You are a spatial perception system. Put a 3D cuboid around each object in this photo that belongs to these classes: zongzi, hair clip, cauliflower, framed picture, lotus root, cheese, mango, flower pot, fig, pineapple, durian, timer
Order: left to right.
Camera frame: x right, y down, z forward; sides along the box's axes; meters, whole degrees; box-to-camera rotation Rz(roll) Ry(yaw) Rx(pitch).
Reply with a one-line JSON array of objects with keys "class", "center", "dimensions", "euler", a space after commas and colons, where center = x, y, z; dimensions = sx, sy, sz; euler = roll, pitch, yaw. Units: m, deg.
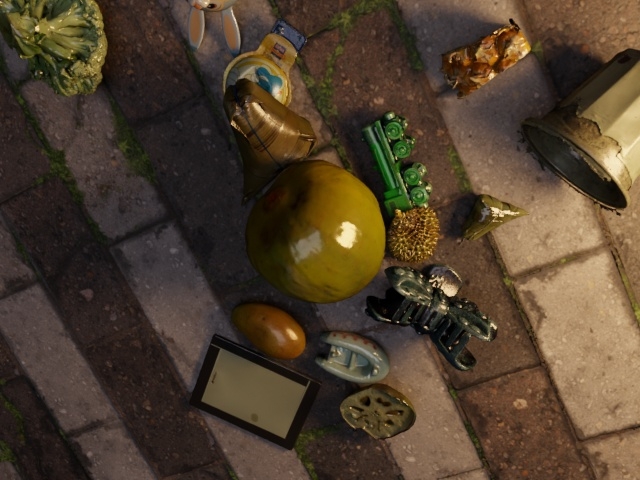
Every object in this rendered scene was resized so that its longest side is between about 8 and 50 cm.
[{"class": "cauliflower", "center": [-0.655, -0.480, 1.378], "dimensions": [0.275, 0.250, 0.272], "euler": [4, 106, 16]}, {"class": "timer", "center": [-0.258, -0.554, 1.319], "dimensions": [0.175, 0.175, 0.255], "euler": [13, 110, 8]}, {"class": "zongzi", "center": [-0.181, -0.221, 1.374], "dimensions": [0.289, 0.123, 0.260], "euler": [-38, 141, 24]}, {"class": "framed picture", "center": [-0.197, 0.449, 1.694], "dimensions": [0.347, 0.016, 0.265], "euler": [22, 111, 4]}, {"class": "cheese", "center": [-0.137, -0.397, 1.388], "dimensions": [0.177, 0.069, 0.270], "euler": [36, 110, -2]}, {"class": "mango", "center": [-0.144, 0.242, 1.579], "dimensions": [0.227, 0.099, 0.136], "euler": [29, 118, 11]}, {"class": "fig", "center": [0.006, -0.006, 1.358], "dimensions": [0.343, 0.343, 0.343], "euler": [3, 108, 11]}, {"class": "lotus root", "center": [0.160, 0.454, 1.583], "dimensions": [0.204, 0.078, 0.183], "euler": [-28, 110, 29]}, {"class": "durian", "center": [0.225, -0.017, 1.376], "dimensions": [0.146, 0.102, 0.208], "euler": [-41, 139, -1]}, {"class": "hair clip", "center": [0.272, 0.170, 1.409], "dimensions": [0.310, 0.206, 0.194], "euler": [32, 107, 0]}, {"class": "zongzi", "center": [0.414, -0.026, 1.400], "dimensions": [0.130, 0.062, 0.154], "euler": [18, 117, -7]}, {"class": "pineapple", "center": [0.370, -0.398, 1.244], "dimensions": [0.114, 0.186, 0.236], "euler": [59, 152, -12]}, {"class": "flower pot", "center": [0.597, -0.240, 1.196], "dimensions": [0.290, 0.290, 0.259], "euler": [41, 98, -2]}]

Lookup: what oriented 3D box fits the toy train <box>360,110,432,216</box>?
[{"class": "toy train", "center": [0.181, -0.182, 1.386], "dimensions": [0.119, 0.085, 0.251], "euler": [-18, 103, 26]}]

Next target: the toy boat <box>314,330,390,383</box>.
[{"class": "toy boat", "center": [0.086, 0.323, 1.564], "dimensions": [0.208, 0.079, 0.134], "euler": [18, 107, 8]}]
